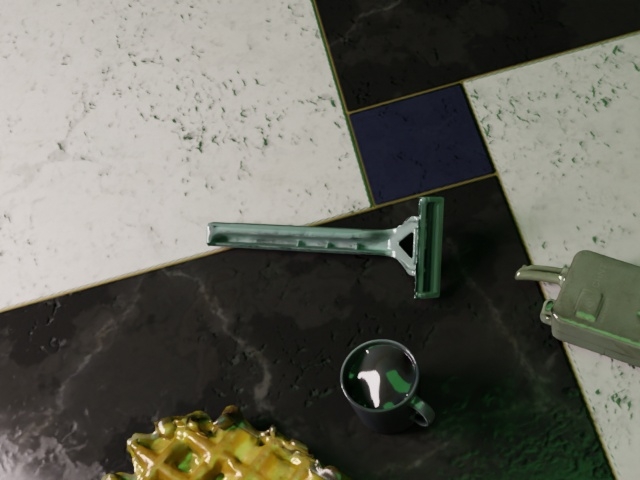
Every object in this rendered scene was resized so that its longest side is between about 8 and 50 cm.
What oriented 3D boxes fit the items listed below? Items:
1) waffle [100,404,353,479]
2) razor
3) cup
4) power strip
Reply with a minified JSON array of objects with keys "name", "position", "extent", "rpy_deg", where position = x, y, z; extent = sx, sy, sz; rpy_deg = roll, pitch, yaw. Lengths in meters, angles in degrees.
[{"name":"waffle","position":[-0.095,0.277,0.954],"extent":[0.281,0.060,0.262],"rpy_deg":[-15,57,3]},{"name":"razor","position":[0.003,-0.001,1.117],"extent":[0.278,0.056,0.110],"rpy_deg":[4,95,21]},{"name":"cup","position":[0.073,0.156,0.984],"extent":[0.100,0.077,0.078],"rpy_deg":[34,71,28]},{"name":"power strip","position":[0.332,0.081,0.992],"extent":[0.288,0.053,0.093],"rpy_deg":[19,64,21]}]
